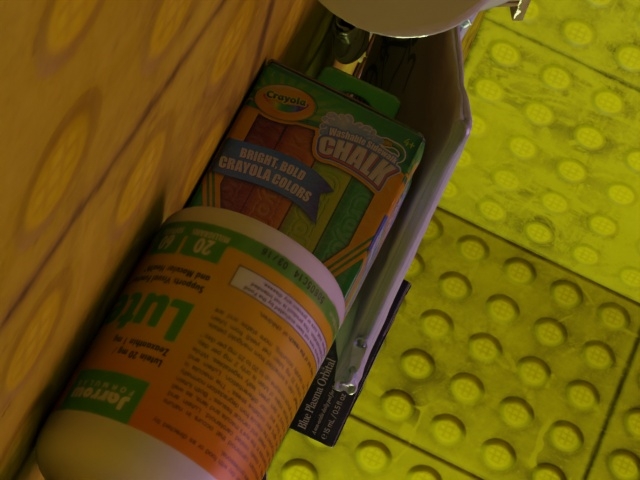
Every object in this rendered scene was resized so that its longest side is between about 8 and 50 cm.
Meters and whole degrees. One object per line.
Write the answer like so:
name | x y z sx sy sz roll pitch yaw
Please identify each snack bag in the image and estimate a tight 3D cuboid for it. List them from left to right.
snack bag | 0.071 -0.091 1.487 0.342 0.037 0.323 -90 -163 -48

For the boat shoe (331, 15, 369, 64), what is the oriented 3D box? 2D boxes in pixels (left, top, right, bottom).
boat shoe | 0.025 -0.188 1.500 0.035 0.035 0.100 -26 156 -36

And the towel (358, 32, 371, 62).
towel | 0.049 -0.212 1.752 0.083 0.009 0.060 75 40 -83

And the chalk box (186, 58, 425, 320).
chalk box | -0.010 -0.036 1.286 0.132 0.132 0.213 103 12 -71

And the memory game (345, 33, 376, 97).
memory game | 0.049 -0.176 1.940 0.186 0.012 0.186 25 90 -86

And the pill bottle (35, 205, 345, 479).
pill bottle | -0.093 0.112 1.096 0.246 0.136 0.136 -62 175 -27

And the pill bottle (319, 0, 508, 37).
pill bottle | 0.081 -0.230 1.000 0.169 0.169 0.301 -67 174 34

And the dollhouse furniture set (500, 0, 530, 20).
dollhouse furniture set | 0.133 -0.315 1.668 0.129 0.129 0.184 103 -16 -71

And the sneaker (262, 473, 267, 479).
sneaker | -0.154 0.368 1.631 0.257 0.169 0.447 49 65 -83

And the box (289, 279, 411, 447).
box | -0.022 0.085 1.628 0.093 0.158 0.156 -59 173 -53
